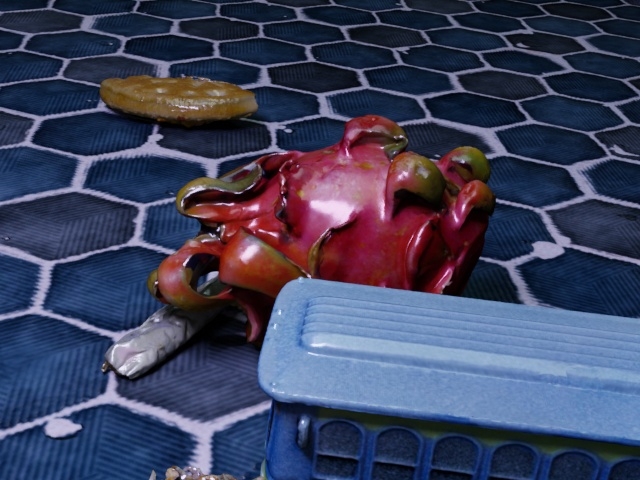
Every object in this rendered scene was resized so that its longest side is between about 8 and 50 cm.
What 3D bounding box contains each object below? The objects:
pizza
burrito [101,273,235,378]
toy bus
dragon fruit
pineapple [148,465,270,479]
[{"bbox_3d":[-0.216,-0.206,1.440,0.246,0.058,0.127,3,29,-2],"label":"pizza"},{"bbox_3d":[-0.138,0.078,0.929,0.045,0.041,0.185,26,35,19],"label":"burrito"},{"bbox_3d":[0.112,0.146,0.679,0.312,0.190,0.152,7,28,3],"label":"toy bus"},{"bbox_3d":[0.013,0.006,0.896,0.243,0.227,0.307,24,35,39],"label":"dragon fruit"},{"bbox_3d":[-0.049,0.211,0.584,0.176,0.161,0.137,6,0,13],"label":"pineapple"}]
